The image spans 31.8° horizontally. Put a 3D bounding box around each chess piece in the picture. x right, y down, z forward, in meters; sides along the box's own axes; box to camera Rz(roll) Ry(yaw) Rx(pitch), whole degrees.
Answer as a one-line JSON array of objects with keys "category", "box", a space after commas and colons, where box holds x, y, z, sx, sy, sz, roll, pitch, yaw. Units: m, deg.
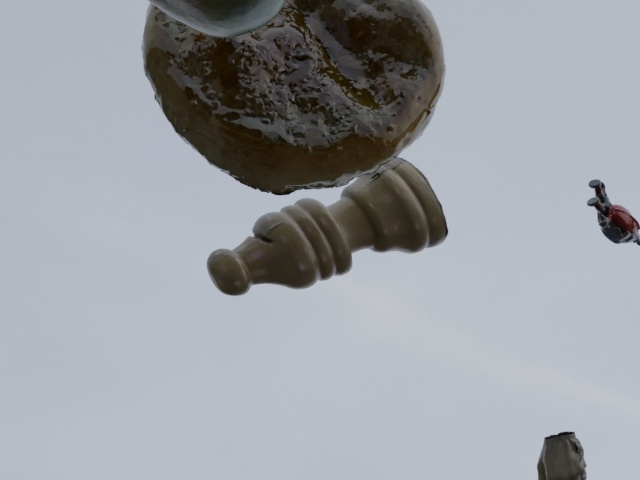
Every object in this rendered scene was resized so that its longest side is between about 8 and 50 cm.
[{"category": "chess piece", "box": [0.000, 0.000, 1.477, 0.139, 0.307, 0.124, 66, -21, 2]}]

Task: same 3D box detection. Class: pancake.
[{"category": "pancake", "box": [-0.031, -0.231, 1.361, 0.387, 0.387, 0.082, 28, -31, 8]}]

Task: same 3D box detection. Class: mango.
[{"category": "mango", "box": [-0.096, -0.219, 0.820, 0.122, 0.085, 0.191, 14, -20, 34]}]

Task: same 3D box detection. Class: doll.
[{"category": "doll", "box": [0.337, -0.022, 1.287, 0.039, 0.057, 0.114, -42, -55, 10]}]

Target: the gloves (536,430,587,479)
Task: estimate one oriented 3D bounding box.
[{"category": "gloves", "box": [0.193, 0.184, 0.907, 0.044, 0.037, 0.081, -12, -85, 23]}]
